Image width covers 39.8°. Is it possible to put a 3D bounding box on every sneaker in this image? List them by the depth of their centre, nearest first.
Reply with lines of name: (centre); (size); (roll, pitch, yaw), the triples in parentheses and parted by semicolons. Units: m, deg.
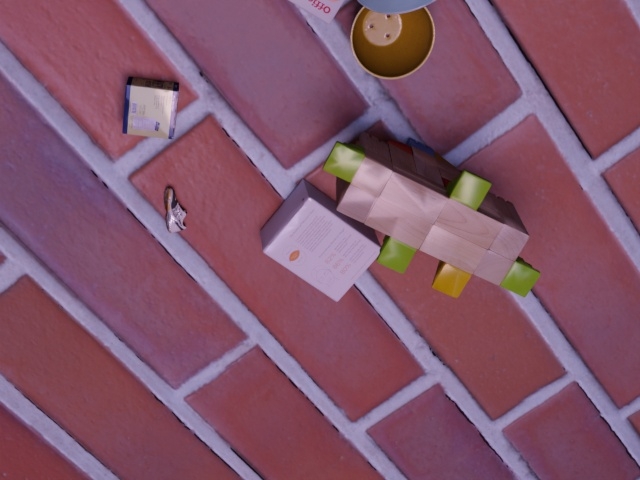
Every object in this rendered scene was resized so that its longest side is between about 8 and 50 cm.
sneaker: (-0.250, -0.054, 1.531); (0.036, 0.032, 0.083); (-9, 121, -18)

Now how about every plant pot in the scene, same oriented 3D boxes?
plant pot: (0.107, -0.334, 1.412); (0.134, 0.095, 0.134); (-3, 114, -6)

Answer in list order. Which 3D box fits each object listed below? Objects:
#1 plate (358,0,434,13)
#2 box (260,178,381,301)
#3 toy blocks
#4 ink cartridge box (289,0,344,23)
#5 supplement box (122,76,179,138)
plate: (0.128, -0.425, 1.333); (0.188, 0.188, 0.024); (-32, 148, 7)
box: (0.000, 0.000, 1.551); (0.170, 0.091, 0.130); (36, 106, -21)
toy blocks: (0.173, -0.076, 1.462); (0.381, 0.261, 0.191); (25, 111, -10)
ink cartridge box: (-0.006, -0.441, 1.325); (0.128, 0.127, 0.176); (24, 110, -26)
supplement box: (-0.275, -0.215, 1.436); (0.083, 0.056, 0.083); (6, 113, -10)
